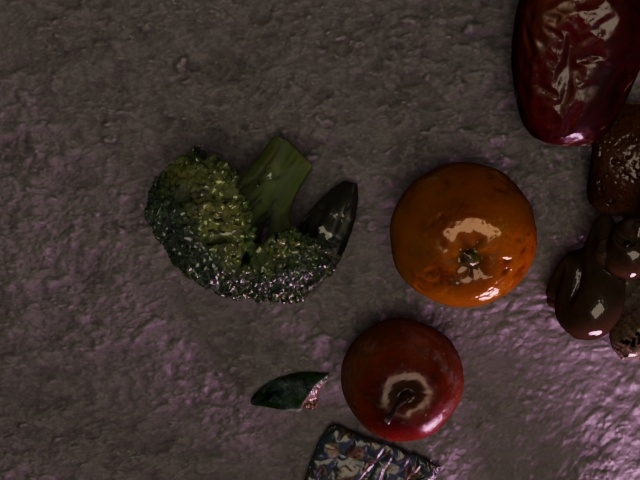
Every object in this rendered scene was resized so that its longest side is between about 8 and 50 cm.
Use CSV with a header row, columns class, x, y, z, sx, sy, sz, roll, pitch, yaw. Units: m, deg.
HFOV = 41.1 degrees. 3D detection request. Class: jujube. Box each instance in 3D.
class,x,y,z,sx,sy,sz,roll,pitch,yaw
jujube,0.433,-0.321,1.431,0.223,0.223,0.318,6,110,0

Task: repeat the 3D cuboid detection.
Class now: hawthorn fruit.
class,x,y,z,sx,sy,sz,roll,pitch,yaw
hawthorn fruit,0.167,0.269,1.603,0.235,0.263,0.231,-37,127,-16

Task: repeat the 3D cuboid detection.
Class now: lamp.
class,x,y,z,sx,sy,sz,roll,pitch,yaw
lamp,0.000,0.000,1.593,0.101,0.101,0.250,26,95,-6

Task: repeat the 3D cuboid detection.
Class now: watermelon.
class,x,y,z,sx,sy,sz,roll,pitch,yaw
watermelon,-0.068,0.316,1.698,0.155,0.101,0.080,5,118,10

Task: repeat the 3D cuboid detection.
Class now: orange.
class,x,y,z,sx,sy,sz,roll,pitch,yaw
orange,0.251,-0.009,1.513,0.261,0.261,0.261,0,106,1

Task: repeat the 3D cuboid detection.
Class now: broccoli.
class,x,y,z,sx,sy,sz,roll,pitch,yaw
broccoli,-0.141,-0.043,1.477,0.375,0.249,0.302,32,99,24

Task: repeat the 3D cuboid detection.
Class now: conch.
class,x,y,z,sx,sy,sz,roll,pitch,yaw
conch,0.616,0.141,1.630,0.155,0.130,0.207,-17,82,-27

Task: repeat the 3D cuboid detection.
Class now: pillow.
class,x,y,z,sx,sy,sz,roll,pitch,yaw
pillow,0.099,0.496,1.763,0.255,0.034,0.189,22,106,-5

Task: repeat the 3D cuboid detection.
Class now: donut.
class,x,y,z,sx,sy,sz,roll,pitch,yaw
donut,0.543,-0.150,1.519,0.126,0.144,0.187,7,134,20

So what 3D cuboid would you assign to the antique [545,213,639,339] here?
class,x,y,z,sx,sy,sz,roll,pitch,yaw
antique,0.512,0.067,1.541,0.121,0.143,0.257,21,120,-19
